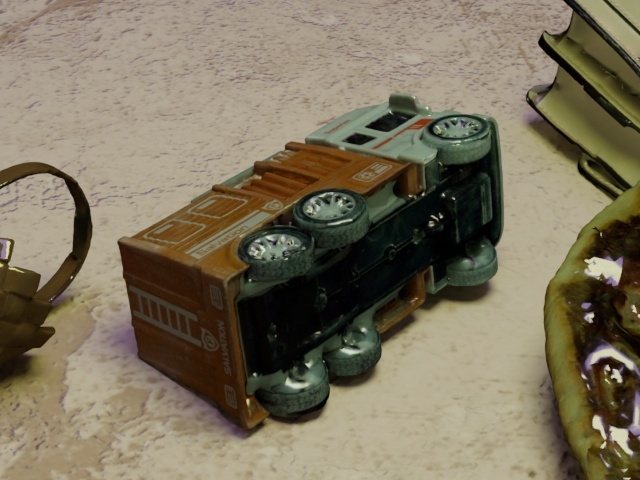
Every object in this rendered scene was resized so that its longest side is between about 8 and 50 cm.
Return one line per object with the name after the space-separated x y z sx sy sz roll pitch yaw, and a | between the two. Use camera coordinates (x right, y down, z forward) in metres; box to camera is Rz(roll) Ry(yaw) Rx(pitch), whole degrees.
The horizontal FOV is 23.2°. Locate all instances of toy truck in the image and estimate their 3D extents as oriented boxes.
0.000 0.000 1.174 0.162 0.136 0.305 20 39 38 | toy truck

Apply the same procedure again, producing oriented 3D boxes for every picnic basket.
-0.238 0.019 1.123 0.178 0.128 0.138 -33 49 -29 | picnic basket

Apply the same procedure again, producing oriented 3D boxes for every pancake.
0.306 0.075 1.112 0.305 0.067 0.427 11 44 -6 | pancake

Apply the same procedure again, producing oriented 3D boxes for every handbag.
0.398 -0.151 1.414 0.358 0.160 0.237 -16 44 -24 | handbag
